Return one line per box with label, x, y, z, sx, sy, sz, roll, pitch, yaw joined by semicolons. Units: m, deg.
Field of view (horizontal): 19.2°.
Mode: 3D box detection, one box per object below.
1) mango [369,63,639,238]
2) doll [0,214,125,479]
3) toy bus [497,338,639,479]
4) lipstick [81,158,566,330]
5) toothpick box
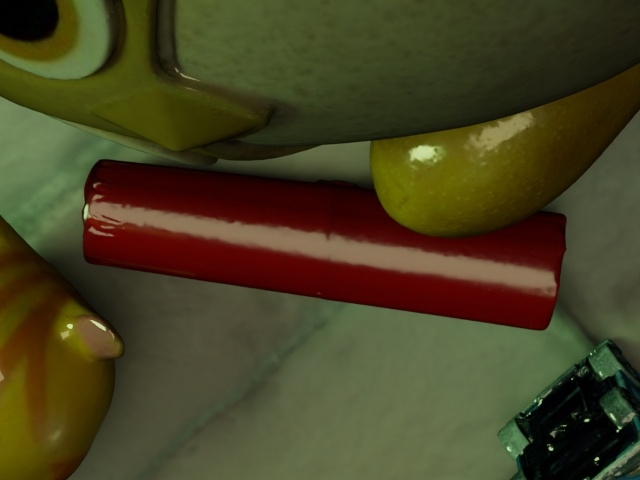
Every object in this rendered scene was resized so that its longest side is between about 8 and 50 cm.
mango;0.127;-0.085;1.046;0.227;0.136;0.099;-39;90;-1
doll;-0.232;0.117;1.103;0.167;0.162;0.269;41;91;10
toy bus;0.167;0.134;1.062;0.090;0.184;0.106;-41;98;11
lipstick;0.000;0.000;1.106;0.280;0.073;0.073;8;102;1
toothpick box;-0.027;-0.233;0.888;0.425;0.409;0.409;-7;101;11
